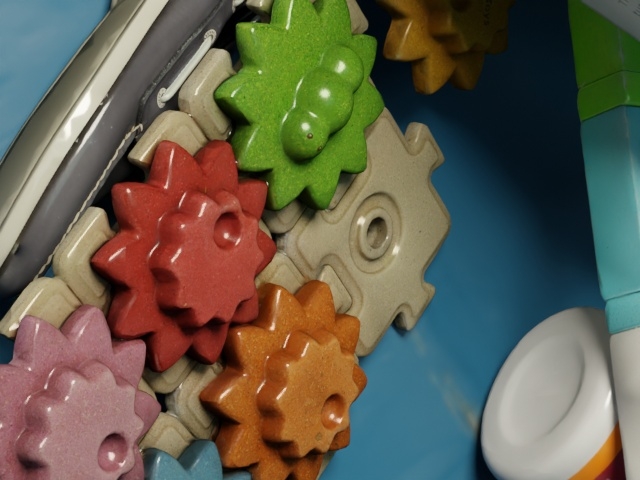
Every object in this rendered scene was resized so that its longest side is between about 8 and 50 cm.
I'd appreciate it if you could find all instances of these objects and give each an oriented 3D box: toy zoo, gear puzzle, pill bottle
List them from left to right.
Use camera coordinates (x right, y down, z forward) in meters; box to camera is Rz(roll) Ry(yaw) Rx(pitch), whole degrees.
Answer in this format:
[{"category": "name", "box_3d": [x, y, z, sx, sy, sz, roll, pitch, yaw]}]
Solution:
[{"category": "gear puzzle", "box_3d": [0.000, 0.000, 0.697, 0.339, 0.044, 0.175, -56, 134, -25]}, {"category": "pill bottle", "box_3d": [0.150, 0.098, 0.788, 0.152, 0.086, 0.086, 31, 69, -25]}, {"category": "toy zoo", "box_3d": [0.197, 0.029, 0.767, 0.192, 0.030, 0.293, 3, 75, -35]}]

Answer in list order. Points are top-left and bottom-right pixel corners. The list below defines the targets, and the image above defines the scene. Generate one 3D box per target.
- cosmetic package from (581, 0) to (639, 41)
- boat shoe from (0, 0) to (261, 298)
[{"category": "cosmetic package", "box_3d": [0.065, -0.256, 0.650, 0.385, 0.156, 0.217, 35, 65, 7]}, {"category": "boat shoe", "box_3d": [-0.062, -0.054, 0.685, 0.065, 0.075, 0.206, 39, 61, -18]}]
